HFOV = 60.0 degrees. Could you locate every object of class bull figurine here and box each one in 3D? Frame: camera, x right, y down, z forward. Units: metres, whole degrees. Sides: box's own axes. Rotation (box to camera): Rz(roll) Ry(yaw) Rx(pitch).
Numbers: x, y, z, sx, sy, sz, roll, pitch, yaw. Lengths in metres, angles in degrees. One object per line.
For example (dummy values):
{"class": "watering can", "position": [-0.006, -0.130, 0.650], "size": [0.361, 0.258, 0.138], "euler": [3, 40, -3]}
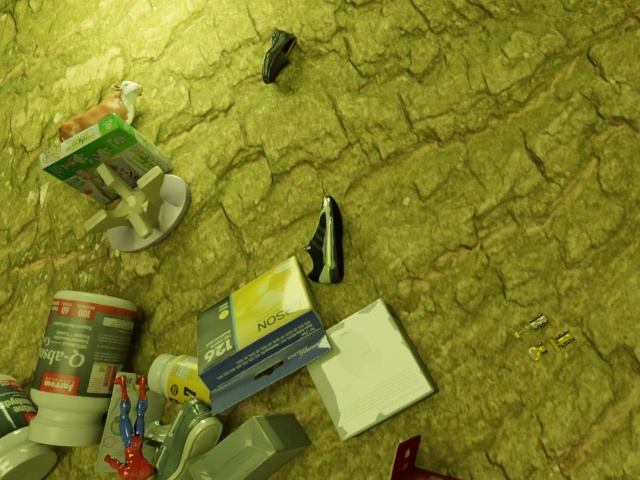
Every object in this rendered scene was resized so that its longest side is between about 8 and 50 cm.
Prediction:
{"class": "bull figurine", "position": [-0.647, -0.350, 1.679], "size": [0.310, 0.101, 0.188], "euler": [-27, 71, 9]}

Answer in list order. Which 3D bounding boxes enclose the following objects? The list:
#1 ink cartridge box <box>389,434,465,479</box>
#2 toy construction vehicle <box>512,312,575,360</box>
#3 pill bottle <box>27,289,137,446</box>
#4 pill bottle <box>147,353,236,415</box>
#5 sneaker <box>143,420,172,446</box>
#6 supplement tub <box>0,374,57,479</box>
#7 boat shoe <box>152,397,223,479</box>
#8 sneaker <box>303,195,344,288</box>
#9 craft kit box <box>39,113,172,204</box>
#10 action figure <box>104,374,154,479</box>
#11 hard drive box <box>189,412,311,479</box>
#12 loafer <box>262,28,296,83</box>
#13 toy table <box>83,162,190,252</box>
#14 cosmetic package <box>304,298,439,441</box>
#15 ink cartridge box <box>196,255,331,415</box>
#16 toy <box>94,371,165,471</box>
{"class": "ink cartridge box", "position": [0.201, 0.526, 1.049], "size": [0.130, 0.309, 0.272], "euler": [9, 78, 19]}
{"class": "toy construction vehicle", "position": [0.481, 0.207, 1.203], "size": [0.098, 0.035, 0.086], "euler": [-38, 78, 7]}
{"class": "pill bottle", "position": [-0.610, 0.322, 1.420], "size": [0.210, 0.210, 0.363], "euler": [3, 76, 18]}
{"class": "pill bottle", "position": [-0.309, 0.349, 1.366], "size": [0.208, 0.119, 0.119], "euler": [9, 78, 20]}
{"class": "sneaker", "position": [-0.365, 0.491, 1.379], "size": [0.152, 0.053, 0.061], "euler": [18, 43, 8]}
{"class": "supplement tub", "position": [-0.833, 0.507, 1.449], "size": [0.191, 0.191, 0.272], "euler": [-47, 67, 1]}
{"class": "boat shoe", "position": [-0.330, 0.504, 1.306], "size": [0.099, 0.116, 0.319], "euler": [45, 118, 33]}
{"class": "sneaker", "position": [0.000, 0.000, 1.383], "size": [0.097, 0.084, 0.234], "euler": [-6, 73, 17]}
{"class": "craft kit box", "position": [-0.587, -0.216, 1.542], "size": [0.247, 0.250, 0.061], "euler": [-28, 64, 9]}
{"class": "action figure", "position": [-0.458, 0.479, 1.316], "size": [0.139, 0.091, 0.280], "euler": [-42, 51, 35]}
{"class": "hard drive box", "position": [-0.145, 0.471, 1.218], "size": [0.181, 0.232, 0.089], "euler": [-39, 67, 3]}
{"class": "loafer", "position": [-0.120, -0.523, 1.582], "size": [0.061, 0.062, 0.170], "euler": [14, 81, 16]}
{"class": "toy table", "position": [-0.505, -0.088, 1.523], "size": [0.252, 0.161, 0.274], "euler": [40, 90, 18]}
{"class": "cosmetic package", "position": [0.108, 0.289, 1.238], "size": [0.224, 0.138, 0.224], "euler": [-31, 67, 8]}
{"class": "ink cartridge box", "position": [-0.149, 0.208, 1.292], "size": [0.303, 0.072, 0.307], "euler": [-30, 30, 4]}
{"class": "toy", "position": [-0.478, 0.458, 1.407], "size": [0.056, 0.137, 0.237], "euler": [-5, 71, 57]}
